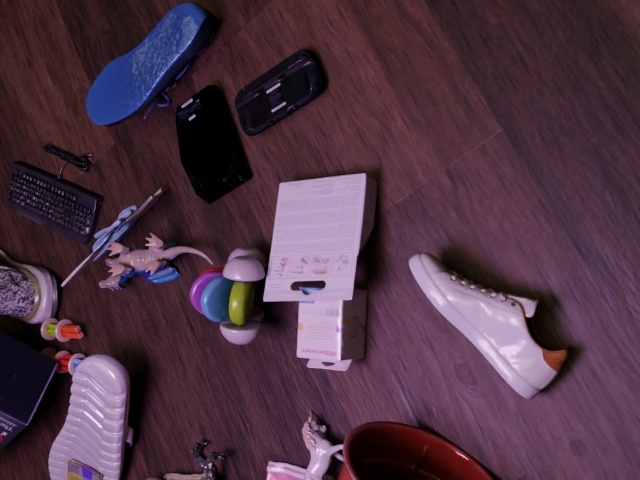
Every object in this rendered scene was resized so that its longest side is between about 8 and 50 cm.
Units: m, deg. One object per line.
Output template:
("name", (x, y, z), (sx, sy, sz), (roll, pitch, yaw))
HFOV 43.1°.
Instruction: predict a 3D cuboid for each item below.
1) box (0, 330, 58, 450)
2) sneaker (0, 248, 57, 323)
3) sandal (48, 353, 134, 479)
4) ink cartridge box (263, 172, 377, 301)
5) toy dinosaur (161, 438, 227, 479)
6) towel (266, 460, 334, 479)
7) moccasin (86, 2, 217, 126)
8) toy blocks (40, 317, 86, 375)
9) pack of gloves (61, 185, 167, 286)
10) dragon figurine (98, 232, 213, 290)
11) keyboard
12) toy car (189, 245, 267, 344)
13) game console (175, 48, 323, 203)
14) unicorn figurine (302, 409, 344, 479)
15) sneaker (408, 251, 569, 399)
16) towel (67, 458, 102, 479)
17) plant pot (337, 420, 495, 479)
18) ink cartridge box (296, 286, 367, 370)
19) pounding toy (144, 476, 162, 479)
("box", (-0.813, 0.316, 1.760), (0.312, 0.343, 0.179), (-40, 24, 37))
("sneaker", (-0.808, 0.096, 1.905), (0.410, 0.182, 0.158), (8, 91, 33))
("sandal", (-0.462, 0.406, 1.716), (0.169, 0.102, 0.416), (30, 120, 11))
("ink cartridge box", (0.000, 0.000, 1.450), (0.189, 0.066, 0.232), (-4, 74, 31))
("toy dinosaur", (-0.223, 0.461, 1.588), (0.268, 0.064, 0.118), (9, 98, 35))
("towel", (-0.045, 0.516, 1.488), (0.144, 0.029, 0.197), (3, 88, 31))
("moccasin", (-0.338, -0.347, 1.686), (0.342, 0.117, 0.137), (-32, 83, 21))
("toy blocks", (-0.562, 0.240, 1.816), (0.148, 0.054, 0.123), (3, 89, 32))
("pack of gloves", (-0.437, -0.024, 1.676), (0.046, 0.195, 0.232), (45, 112, -3))
("dragon figurine", (-0.343, 0.042, 1.674), (0.289, 0.144, 0.085), (-11, 79, 12))
("keyboard", (-0.624, -0.128, 1.895), (0.317, 0.033, 0.201), (21, 98, 31))
("toy car", (-0.171, 0.097, 1.499), (0.136, 0.182, 0.159), (5, 103, -2))
("game console", (-0.141, -0.237, 1.593), (0.361, 0.044, 0.213), (-28, 74, 28))
("unicorn figurine", (0.007, 0.388, 1.436), (0.111, 0.060, 0.161), (18, 67, 7))
("sneaker", (0.271, 0.104, 1.283), (0.290, 0.106, 0.123), (46, 107, 14))
("towel", (-0.498, 0.498, 1.706), (0.083, 0.009, 0.060), (21, 119, 14))
("plant pot", (0.116, 0.474, 1.268), (0.272, 0.272, 0.265), (33, 111, 30))
("ink cartridge box", (0.021, 0.155, 1.435), (0.092, 0.090, 0.143), (2, 87, 32))
("pounding toy", (-0.442, 0.553, 1.663), (0.236, 0.183, 0.110), (-58, 42, 20))
